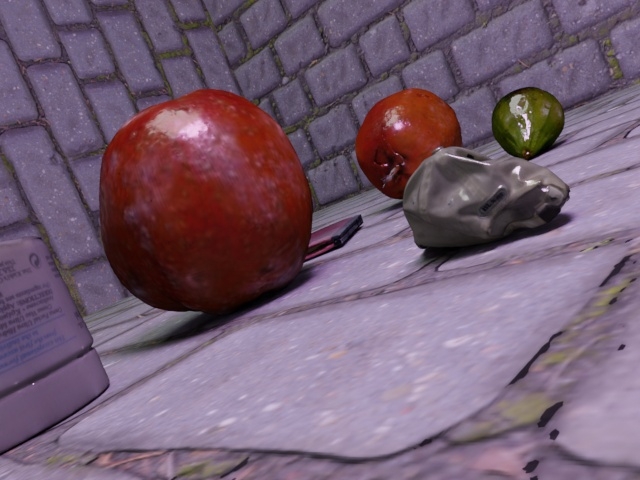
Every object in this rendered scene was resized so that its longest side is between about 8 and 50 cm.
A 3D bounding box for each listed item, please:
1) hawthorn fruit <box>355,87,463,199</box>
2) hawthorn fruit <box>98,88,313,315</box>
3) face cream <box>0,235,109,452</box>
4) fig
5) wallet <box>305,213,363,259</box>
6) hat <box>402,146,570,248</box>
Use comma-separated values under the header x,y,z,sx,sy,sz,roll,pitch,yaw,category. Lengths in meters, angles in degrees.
x,y,z,sx,sy,sz,roll,pitch,yaw,category
0.164,-0.170,1.185,0.211,0.211,0.299,-21,18,26,hawthorn fruit
-0.128,-0.040,0.737,0.284,0.284,0.284,-23,4,2,hawthorn fruit
-0.296,0.097,0.536,0.177,0.153,0.177,-22,3,1,face cream
0.355,-0.186,1.051,0.123,0.123,0.156,-21,43,27,fig
0.000,0.000,1.021,0.119,0.025,0.232,-22,4,15,wallet
0.128,-0.037,0.507,0.122,0.081,0.166,-20,-5,14,hat
